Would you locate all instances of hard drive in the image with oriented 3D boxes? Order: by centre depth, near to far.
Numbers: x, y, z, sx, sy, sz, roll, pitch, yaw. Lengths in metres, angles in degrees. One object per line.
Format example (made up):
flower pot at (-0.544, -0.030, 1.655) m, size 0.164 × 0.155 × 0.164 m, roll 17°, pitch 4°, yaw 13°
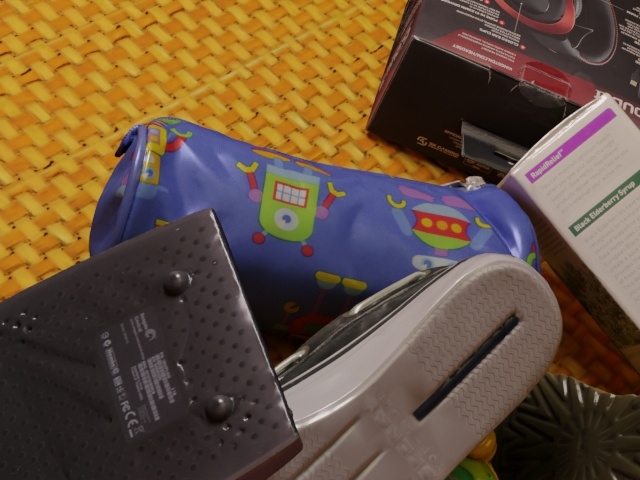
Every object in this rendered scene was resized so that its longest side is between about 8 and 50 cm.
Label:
hard drive at (-0.140, 0.106, 0.855) m, size 0.255 × 0.054 × 0.172 m, roll -28°, pitch 56°, yaw 7°

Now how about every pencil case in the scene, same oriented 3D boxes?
pencil case at (0.000, 0.000, 1.057) m, size 0.306 × 0.119 × 0.133 m, roll 10°, pitch 71°, yaw -16°

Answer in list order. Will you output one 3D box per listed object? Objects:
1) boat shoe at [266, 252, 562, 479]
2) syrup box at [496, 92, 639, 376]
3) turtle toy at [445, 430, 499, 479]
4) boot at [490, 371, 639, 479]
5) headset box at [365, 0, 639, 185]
boat shoe at (0.000, 0.131, 0.937) m, size 0.335 × 0.119 × 0.121 m, roll -35°, pitch 99°, yaw -17°
syrup box at (0.232, 0.020, 1.107) m, size 0.096 × 0.093 × 0.237 m, roll -37°, pitch 85°, yaw -7°
turtle toy at (0.086, 0.179, 0.968) m, size 0.066 × 0.095 × 0.130 m, roll -13°, pitch 55°, yaw -9°
boot at (0.267, 0.172, 1.030) m, size 0.269 × 0.236 × 0.089 m, roll 24°, pitch 77°, yaw -33°
headset box at (0.173, -0.154, 1.280) m, size 0.218 × 0.110 × 0.293 m, roll 22°, pitch 45°, yaw -5°
